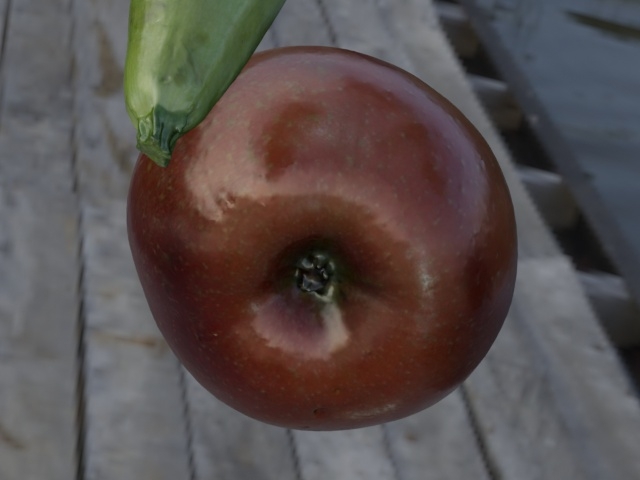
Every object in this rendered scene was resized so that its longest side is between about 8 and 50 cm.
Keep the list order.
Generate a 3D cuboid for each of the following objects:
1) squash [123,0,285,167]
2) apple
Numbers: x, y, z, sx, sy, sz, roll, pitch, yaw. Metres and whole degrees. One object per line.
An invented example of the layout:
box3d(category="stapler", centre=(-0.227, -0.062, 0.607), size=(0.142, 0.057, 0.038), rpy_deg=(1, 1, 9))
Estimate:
box3d(category="squash", centre=(-0.076, -0.203, 1.396), size=(0.118, 0.118, 0.370), rpy_deg=(17, 57, 9))
box3d(category="apple", centre=(0.000, 0.000, 1.631), size=(0.348, 0.348, 0.277), rpy_deg=(13, 21, 0))
